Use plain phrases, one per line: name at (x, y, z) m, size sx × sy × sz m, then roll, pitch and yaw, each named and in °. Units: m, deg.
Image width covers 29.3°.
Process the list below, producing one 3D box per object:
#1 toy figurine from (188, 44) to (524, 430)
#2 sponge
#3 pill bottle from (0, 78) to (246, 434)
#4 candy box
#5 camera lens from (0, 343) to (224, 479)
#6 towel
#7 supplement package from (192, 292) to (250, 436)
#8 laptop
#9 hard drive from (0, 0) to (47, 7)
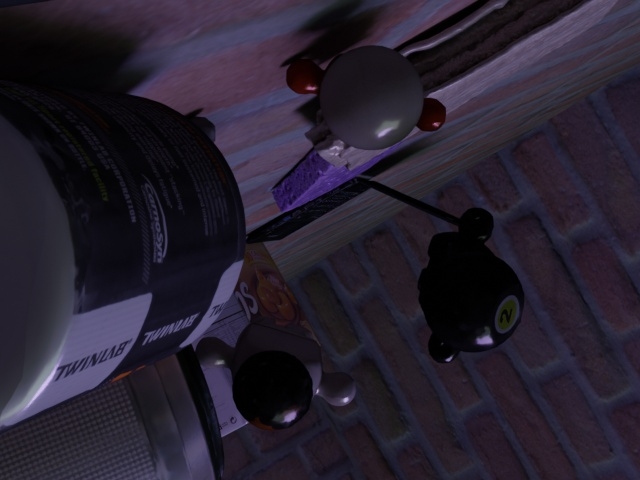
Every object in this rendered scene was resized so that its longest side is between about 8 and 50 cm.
toy figurine at (0.000, 0.000, 0.757) m, size 0.210 × 0.213 × 0.148 m, roll -25°, pitch -171°, yaw 3°
sponge at (0.031, -0.088, 1.239) m, size 0.117 × 0.031 × 0.210 m, roll -28°, pitch 177°, yaw -22°
pill bottle at (-0.109, 0.000, 0.516) m, size 0.130 × 0.130 × 0.246 m, roll -30°, pitch 176°, yaw 15°
candy box at (-0.122, 0.110, 1.631) m, size 0.088 × 0.183 × 0.316 m, roll -31°, pitch 176°, yaw 19°
camera lens at (-0.208, 0.126, 0.692) m, size 0.274 × 0.219 × 0.219 m, roll -20°, pitch 174°, yaw -22°
towel at (0.117, -0.144, 0.988) m, size 0.282 × 0.049 × 0.187 m, roll -30°, pitch 178°, yaw 4°
supplement package at (-0.180, 0.135, 1.335) m, size 0.194 × 0.203 × 0.149 m, roll -30°, pitch 177°, yaw 16°
laptop at (0.060, -0.013, 1.719) m, size 0.264 × 0.136 × 0.234 m, roll -30°, pitch 176°, yaw 8°
hard drive at (-0.076, -0.092, 0.328) m, size 0.094 × 0.022 × 0.135 m, roll -32°, pitch 176°, yaw 38°
